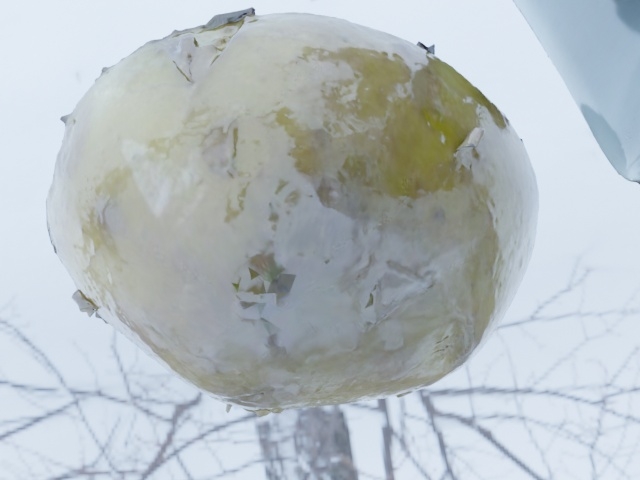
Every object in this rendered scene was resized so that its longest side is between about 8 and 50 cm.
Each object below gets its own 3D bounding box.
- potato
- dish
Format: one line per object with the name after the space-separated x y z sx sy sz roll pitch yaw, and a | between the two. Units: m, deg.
0.000 0.000 0.607 0.299 0.116 0.239 17 107 -20 | potato
0.213 -0.140 0.589 0.182 0.243 0.080 -10 128 0 | dish
